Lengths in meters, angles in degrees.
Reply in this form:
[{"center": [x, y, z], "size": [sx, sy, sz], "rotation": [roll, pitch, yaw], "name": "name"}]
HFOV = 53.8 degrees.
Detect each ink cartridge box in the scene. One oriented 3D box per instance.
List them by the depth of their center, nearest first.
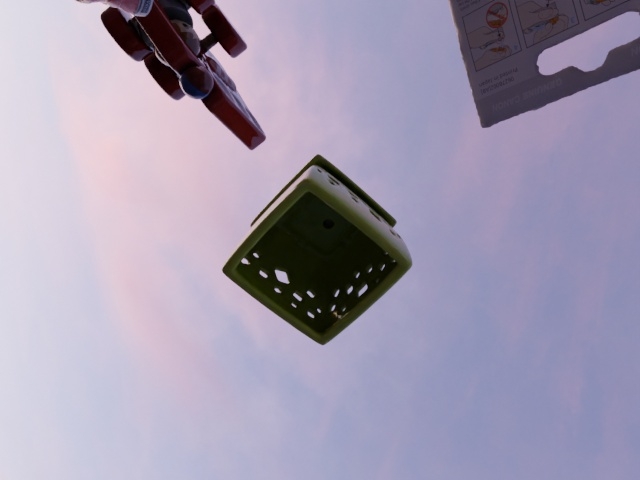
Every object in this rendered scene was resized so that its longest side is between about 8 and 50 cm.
[{"center": [0.161, -0.209, 0.412], "size": [0.181, 0.056, 0.224], "rotation": [-16, -90, 48], "name": "ink cartridge box"}]

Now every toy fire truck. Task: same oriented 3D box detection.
[{"center": [-0.209, -0.302, 1.048], "size": [0.169, 0.302, 0.253], "rotation": [-36, -116, 5], "name": "toy fire truck"}]

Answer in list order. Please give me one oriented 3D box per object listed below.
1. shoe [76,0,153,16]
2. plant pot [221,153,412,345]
[{"center": [-0.280, -0.340, 0.798], "size": [0.178, 0.081, 0.063], "rotation": [49, -55, 38], "name": "shoe"}, {"center": [0.000, 0.000, 1.081], "size": [0.228, 0.207, 0.227], "rotation": [39, -67, -14], "name": "plant pot"}]
